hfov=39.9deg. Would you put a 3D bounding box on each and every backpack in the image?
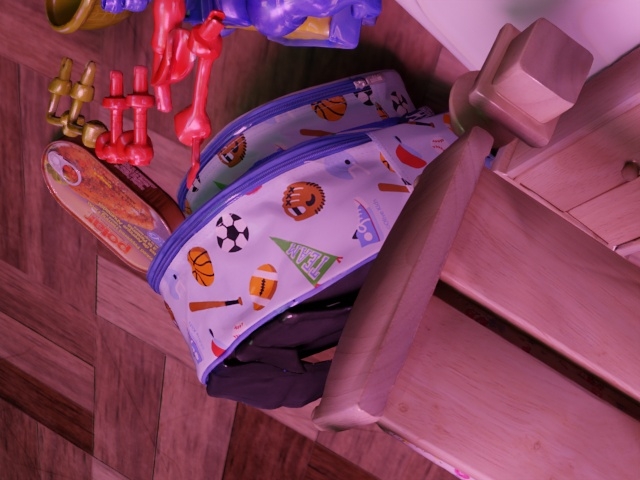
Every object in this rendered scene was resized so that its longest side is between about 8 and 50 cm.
[{"bbox_3d":[0.000,0.000,0.697,0.213,0.263,0.276,51,137,13],"label":"backpack"}]

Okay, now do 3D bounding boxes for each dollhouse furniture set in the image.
[{"bbox_3d":[0.147,0.079,0.466,0.303,0.356,0.174,32,155,-11],"label":"dollhouse furniture set"}]

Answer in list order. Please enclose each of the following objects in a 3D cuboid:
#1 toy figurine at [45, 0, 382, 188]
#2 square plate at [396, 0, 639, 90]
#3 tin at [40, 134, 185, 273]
[{"bbox_3d":[-0.065,-0.158,0.682,0.362,0.217,0.191,19,110,58],"label":"toy figurine"},{"bbox_3d":[0.208,-0.125,0.494,0.344,0.049,0.347,39,153,-23],"label":"square plate"},{"bbox_3d":[-0.227,-0.042,0.977,0.189,0.040,0.106,42,131,0],"label":"tin"}]
